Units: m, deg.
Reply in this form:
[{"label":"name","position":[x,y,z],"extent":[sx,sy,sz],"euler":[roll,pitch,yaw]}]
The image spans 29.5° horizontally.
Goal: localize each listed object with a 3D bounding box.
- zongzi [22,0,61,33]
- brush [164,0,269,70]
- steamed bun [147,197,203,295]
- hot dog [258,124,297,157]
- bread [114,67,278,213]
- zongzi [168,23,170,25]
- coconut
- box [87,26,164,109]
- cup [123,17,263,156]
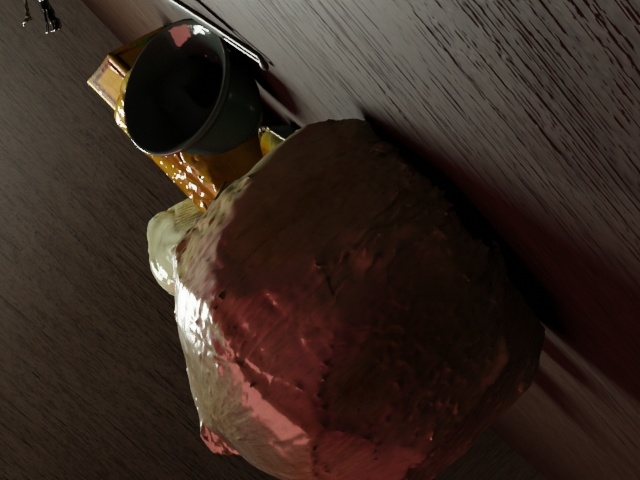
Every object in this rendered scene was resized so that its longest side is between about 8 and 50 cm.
[{"label":"zongzi","position":[-0.537,-0.572,1.901],"extent":[0.447,0.181,0.418],"euler":[43,-166,-33]},{"label":"brush","position":[-0.147,-0.287,1.569],"extent":[0.266,0.027,0.062],"euler":[39,174,33]},{"label":"steamed bun","position":[-0.123,0.021,2.190],"extent":[0.394,0.346,0.238],"euler":[-54,-50,-62]},{"label":"hot dog","position":[-0.003,-0.081,1.788],"extent":[0.270,0.082,0.163],"euler":[44,175,44]},{"label":"bread","position":[-0.166,-0.164,1.965],"extent":[0.344,0.195,0.149],"euler":[44,141,5]},{"label":"zongzi","position":[-0.226,-0.312,2.142],"extent":[0.154,0.062,0.130],"euler":[56,-160,-7]},{"label":"coconut","position":[0.009,0.096,1.325],"extent":[0.404,0.404,0.404],"euler":[45,177,3]},{"label":"box","position":[-0.246,-0.229,2.177],"extent":[0.301,0.084,0.193],"euler":[46,-146,-1]},{"label":"cup","position":[-0.157,-0.195,1.714],"extent":[0.150,0.199,0.199],"euler":[20,-162,-50]}]
